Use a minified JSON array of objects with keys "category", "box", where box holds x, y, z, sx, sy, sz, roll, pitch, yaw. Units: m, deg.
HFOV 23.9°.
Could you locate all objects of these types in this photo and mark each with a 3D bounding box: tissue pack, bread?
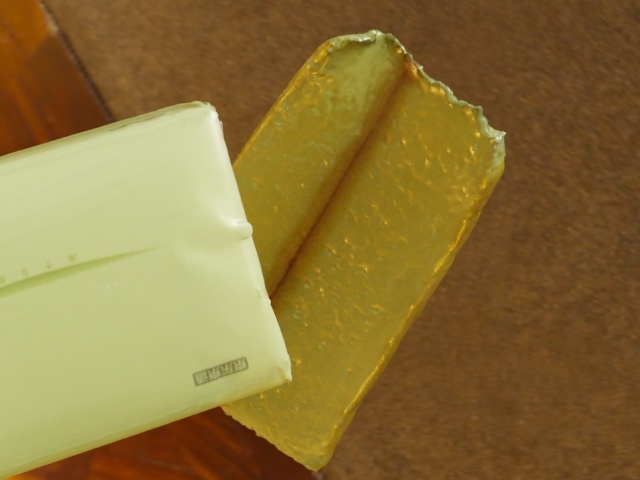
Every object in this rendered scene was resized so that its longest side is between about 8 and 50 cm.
[{"category":"tissue pack","box":[-0.151,0.031,0.813,0.125,0.234,0.159,-169,63,-73]},{"category":"bread","box":[0.000,0.000,1.403,0.233,0.361,0.245,32,58,4]}]
